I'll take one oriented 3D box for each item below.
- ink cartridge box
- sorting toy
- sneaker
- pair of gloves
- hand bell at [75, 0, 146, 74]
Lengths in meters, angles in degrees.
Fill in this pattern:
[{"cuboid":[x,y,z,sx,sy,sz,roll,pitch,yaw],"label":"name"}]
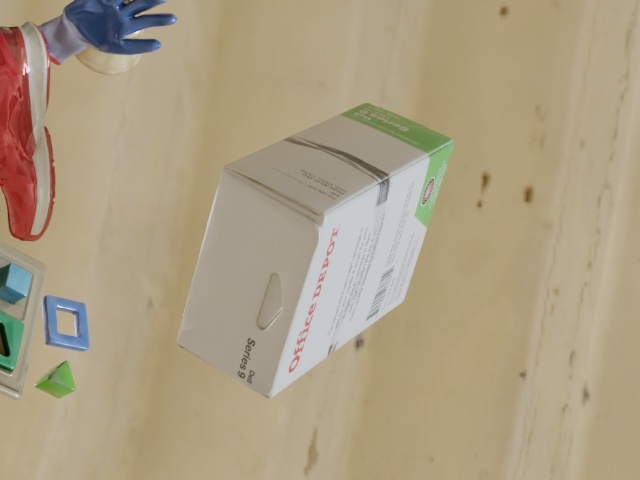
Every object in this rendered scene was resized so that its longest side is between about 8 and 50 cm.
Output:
[{"cuboid":[0.000,0.000,1.316,0.121,0.211,0.289,27,-152,20],"label":"ink cartridge box"},{"cuboid":[-0.390,0.062,1.470,0.047,0.347,0.196,-27,-134,34],"label":"sorting toy"},{"cuboid":[-0.335,-0.102,1.278,0.128,0.221,0.087,-7,-165,-29],"label":"sneaker"},{"cuboid":[-0.237,-0.250,1.245,0.159,0.198,0.023,-14,-142,25],"label":"pair of gloves"},{"cuboid":[-0.255,-0.331,1.822,0.126,0.242,0.126,10,-109,-31],"label":"hand bell"}]
